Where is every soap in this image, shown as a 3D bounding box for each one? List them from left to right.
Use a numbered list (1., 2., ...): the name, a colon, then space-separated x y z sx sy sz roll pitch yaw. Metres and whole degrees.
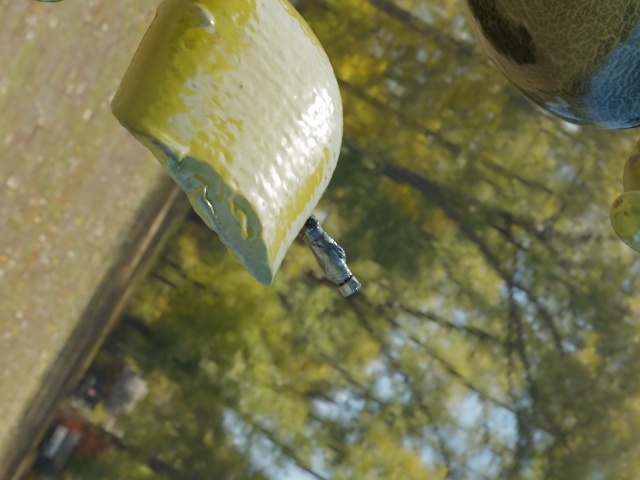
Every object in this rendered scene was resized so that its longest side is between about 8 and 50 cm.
1. soap: -0.098 -0.155 1.743 0.115 0.306 0.427 -29 -157 36

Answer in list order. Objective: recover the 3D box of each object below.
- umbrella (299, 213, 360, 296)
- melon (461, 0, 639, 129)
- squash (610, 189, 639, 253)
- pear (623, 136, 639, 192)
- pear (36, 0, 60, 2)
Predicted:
1. umbrella: 0.000 0.000 2.229 0.050 0.188 0.046 -36 180 -22
2. melon: 0.287 -0.265 1.599 0.248 0.329 0.248 -27 149 -18
3. squash: 0.505 0.019 2.080 0.083 0.250 0.083 -42 -161 18
4. pear: 0.664 -0.087 2.333 0.287 0.375 0.287 -160 -90 -77
5. pear: -0.450 -0.487 2.348 0.197 0.197 0.197 -60 -176 8
